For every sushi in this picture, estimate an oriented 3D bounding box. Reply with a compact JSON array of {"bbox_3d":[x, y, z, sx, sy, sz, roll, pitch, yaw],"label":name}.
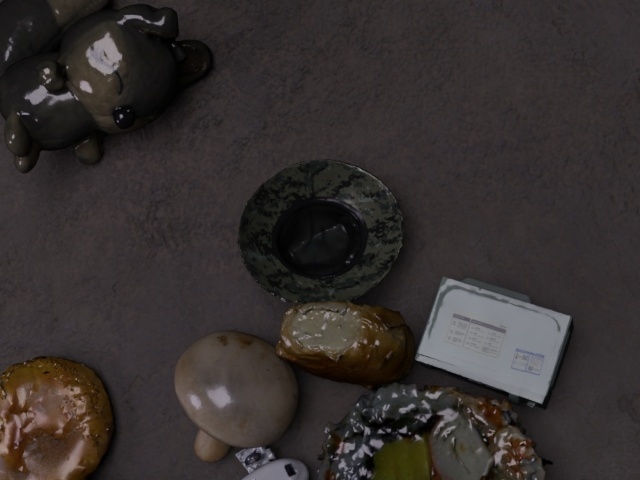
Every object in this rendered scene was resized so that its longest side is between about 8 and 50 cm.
[{"bbox_3d":[0.148,0.390,1.782,0.418,0.176,0.417,-14,55,21],"label":"sushi"}]

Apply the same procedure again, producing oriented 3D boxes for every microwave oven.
[{"bbox_3d":[0.271,0.157,1.869,0.208,0.122,0.162,18,82,16],"label":"microwave oven"}]

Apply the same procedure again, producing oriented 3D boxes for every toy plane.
[{"bbox_3d":[-0.094,0.405,1.922,0.174,0.080,0.174,-9,63,17],"label":"toy plane"}]

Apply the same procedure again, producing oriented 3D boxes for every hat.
[{"bbox_3d":[0.000,0.000,1.965,0.266,0.128,0.265,0,76,-1],"label":"hat"}]

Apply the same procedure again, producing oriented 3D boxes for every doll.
[{"bbox_3d":[-0.404,-0.331,2.074,0.382,0.252,0.378,-27,73,0],"label":"doll"}]

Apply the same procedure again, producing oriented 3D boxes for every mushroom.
[{"bbox_3d":[-0.144,0.258,1.926,0.207,0.207,0.215,37,122,18],"label":"mushroom"}]

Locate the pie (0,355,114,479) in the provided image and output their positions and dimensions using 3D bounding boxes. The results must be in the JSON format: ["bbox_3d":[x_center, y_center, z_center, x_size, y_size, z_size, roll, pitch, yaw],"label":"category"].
[{"bbox_3d":[-0.472,0.323,2.035,0.273,0.069,0.273,-4,73,14],"label":"pie"}]

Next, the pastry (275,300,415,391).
[{"bbox_3d":[0.043,0.160,1.865,0.229,0.218,0.100,-16,57,54],"label":"pastry"}]
